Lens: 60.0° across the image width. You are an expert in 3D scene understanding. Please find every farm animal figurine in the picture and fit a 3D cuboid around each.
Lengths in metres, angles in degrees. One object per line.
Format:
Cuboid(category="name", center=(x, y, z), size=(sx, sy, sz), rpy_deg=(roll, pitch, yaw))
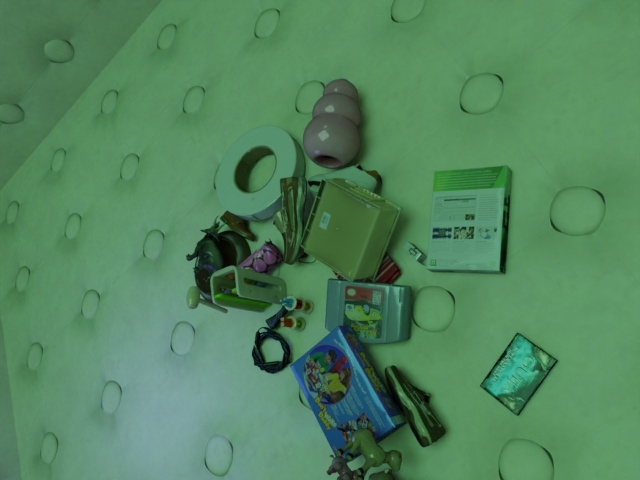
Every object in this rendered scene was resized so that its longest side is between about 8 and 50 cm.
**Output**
Cuboid(category="farm animal figurine", center=(0.187, 0.702, 1.568), size=(0.326, 0.172, 0.331), rpy_deg=(22, 125, 33))

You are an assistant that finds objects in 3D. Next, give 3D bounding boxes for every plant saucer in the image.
Cuboid(category="plant saucer", center=(-0.410, 0.106, 2.248), size=(0.310, 0.050, 0.311), rpy_deg=(-10, 73, 34))

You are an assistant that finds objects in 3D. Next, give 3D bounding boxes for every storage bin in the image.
Cuboid(category="storage bin", center=(0.088, -0.039, 1.802), size=(0.260, 0.123, 0.263), rpy_deg=(32, 112, 34))

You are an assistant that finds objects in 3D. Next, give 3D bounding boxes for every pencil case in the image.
Cuboid(category="pencil case", center=(-0.245, 0.091, 2.095), size=(0.209, 0.098, 0.095), rpy_deg=(-42, 45, 13))

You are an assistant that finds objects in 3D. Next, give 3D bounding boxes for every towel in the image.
Cuboid(category="towel", center=(0.134, 0.074, 1.884), size=(0.199, 0.031, 0.275), rpy_deg=(-47, 54, 18))

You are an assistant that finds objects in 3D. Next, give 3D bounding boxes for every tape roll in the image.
Cuboid(category="tape roll", center=(-0.242, -0.266, 2.189), size=(0.391, 0.072, 0.393), rpy_deg=(-11, 66, 27))

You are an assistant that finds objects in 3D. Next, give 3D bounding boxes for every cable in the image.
Cuboid(category="cable", center=(-0.182, 0.405, 2.004), size=(0.184, 0.047, 0.151), rpy_deg=(24, 92, 36))

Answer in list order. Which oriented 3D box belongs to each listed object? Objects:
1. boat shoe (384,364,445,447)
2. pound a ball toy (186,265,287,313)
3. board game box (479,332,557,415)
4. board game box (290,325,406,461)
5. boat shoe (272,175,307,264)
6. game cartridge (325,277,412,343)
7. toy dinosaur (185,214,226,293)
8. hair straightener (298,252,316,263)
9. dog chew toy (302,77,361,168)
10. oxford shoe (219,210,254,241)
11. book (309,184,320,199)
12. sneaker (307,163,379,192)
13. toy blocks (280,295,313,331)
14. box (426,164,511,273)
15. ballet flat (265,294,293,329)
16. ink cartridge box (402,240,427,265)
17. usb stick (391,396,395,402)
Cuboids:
Cuboid(category="boat shoe", center=(0.282, 0.479, 1.647), size=(0.095, 0.095, 0.258), rpy_deg=(-22, 57, -9))
Cuboid(category="pound a ball toy", center=(-0.299, 0.173, 1.979), size=(0.208, 0.319, 0.136), rpy_deg=(-21, 66, 29))
Cuboid(category="board game box", center=(0.541, 0.365, 1.519), size=(0.126, 0.026, 0.186), rpy_deg=(37, 99, 37))
Cuboid(category="board game box", center=(0.077, 0.475, 1.722), size=(0.233, 0.078, 0.347), rpy_deg=(-43, 61, 23))
Cuboid(category="boat shoe", center=(-0.117, -0.075, 2.015), size=(0.116, 0.123, 0.325), rpy_deg=(5, 84, -3))
Cuboid(category="game cartridge", center=(0.148, 0.231, 1.789), size=(0.294, 0.060, 0.196), rpy_deg=(3, 93, 31))
Cuboid(category="toy dinosaur", center=(-0.435, 0.070, 2.166), size=(0.160, 0.120, 0.314), rpy_deg=(-42, 53, 41))
Cuboid(category="hair straightener", center=(0.000, 0.000, 1.972), size=(0.230, 0.047, 0.089), rpy_deg=(-47, 34, 16))
Cuboid(category="dog chew toy", center=(0.055, -0.429, 1.984), size=(0.206, 0.206, 0.332), rpy_deg=(-2, 67, 35))
Cuboid(category="oxford shoe", center=(-0.325, -0.067, 2.222), size=(0.212, 0.076, 0.076), rpy_deg=(39, 91, 36))
Cuboid(category="book", center=(0.035, -0.143, 1.973), size=(0.144, 0.096, 0.035), rpy_deg=(19, 60, 36))
Cuboid(category="sneaker", center=(0.088, -0.210, 1.971), size=(0.290, 0.106, 0.123), rpy_deg=(11, 56, 40))
Cuboid(category="toy blocks", center=(-0.101, 0.253, 1.926), size=(0.054, 0.148, 0.123), rpy_deg=(26, 93, 37))
Cuboid(category="box", center=(0.450, -0.062, 1.684), size=(0.232, 0.058, 0.322), rpy_deg=(0, 79, 35))
Cuboid(category="ballet flat", center=(-0.148, 0.255, 1.994), size=(0.049, 0.057, 0.173), rpy_deg=(38, 119, 5))
Cuboid(category="ink cartridge box", center=(0.306, 0.042, 1.760), size=(0.028, 0.048, 0.083), rpy_deg=(-52, 56, 12))
Cuboid(category="usb stick", center=(0.110, 0.514, 1.771), size=(0.277, 0.045, 0.077), rpy_deg=(1, 84, 35))
